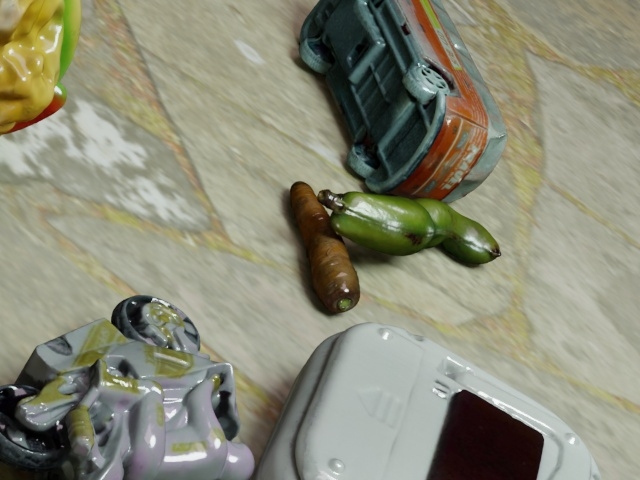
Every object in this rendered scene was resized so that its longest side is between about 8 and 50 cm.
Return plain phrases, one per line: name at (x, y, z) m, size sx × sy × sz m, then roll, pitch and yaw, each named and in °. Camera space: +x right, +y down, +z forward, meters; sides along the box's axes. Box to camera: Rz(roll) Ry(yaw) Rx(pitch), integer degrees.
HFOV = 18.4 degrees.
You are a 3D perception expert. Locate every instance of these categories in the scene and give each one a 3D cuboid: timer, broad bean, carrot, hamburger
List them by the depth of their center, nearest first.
timer at (0.080, 0.169, 1.343) m, size 0.237 × 0.087 × 0.262 m, roll 29°, pitch 32°, yaw -3°
hamburger at (-0.284, -0.152, 1.388) m, size 0.237 × 0.237 × 0.149 m, roll 23°, pitch 35°, yaw -11°
carrot at (0.001, 0.001, 1.573) m, size 0.035 × 0.036 × 0.165 m, roll 14°, pitch 32°, yaw -24°
broad bean at (0.069, -0.011, 1.608) m, size 0.213 × 0.048 × 0.070 m, roll 10°, pitch 16°, yaw -48°

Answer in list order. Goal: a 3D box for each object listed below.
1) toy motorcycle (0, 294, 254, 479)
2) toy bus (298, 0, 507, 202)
toy motorcycle at (-0.115, 0.116, 1.274) m, size 0.152 × 0.073 × 0.225 m, roll 39°, pitch 31°, yaw 9°
toy bus at (0.077, -0.139, 1.764) m, size 0.120 × 0.121 × 0.265 m, roll 20°, pitch 31°, yaw -34°
